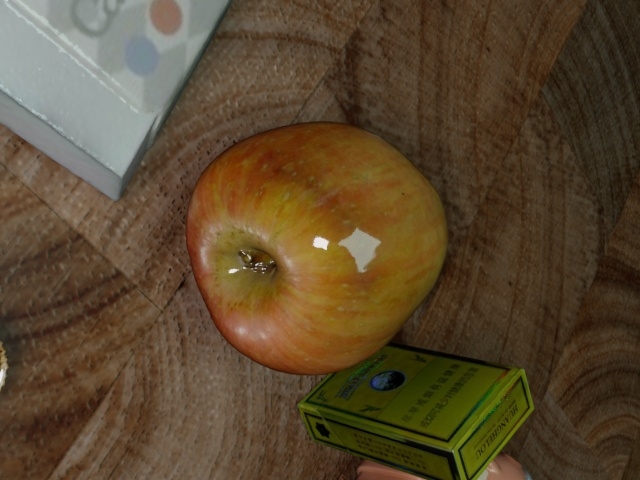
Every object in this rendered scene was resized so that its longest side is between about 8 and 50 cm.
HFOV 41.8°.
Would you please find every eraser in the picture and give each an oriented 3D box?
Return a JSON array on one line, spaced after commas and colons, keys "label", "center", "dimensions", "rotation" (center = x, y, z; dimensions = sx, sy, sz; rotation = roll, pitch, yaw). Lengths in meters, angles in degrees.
[{"label": "eraser", "center": [-0.153, -0.254, 0.751], "dimensions": [0.213, 0.082, 0.396], "rotation": [41, 64, -37]}]

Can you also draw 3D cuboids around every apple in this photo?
[{"label": "apple", "center": [0.000, 0.000, 0.828], "dimensions": [0.241, 0.242, 0.242], "rotation": [-23, 108, -55]}]

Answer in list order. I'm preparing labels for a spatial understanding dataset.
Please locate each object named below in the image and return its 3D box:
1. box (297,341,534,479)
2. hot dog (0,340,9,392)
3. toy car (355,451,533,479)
[{"label": "box", "center": [0.101, 0.183, 0.924], "dimensions": [0.141, 0.220, 0.064], "rotation": [-38, 118, -35]}, {"label": "hot dog", "center": [-0.325, 0.094, 0.619], "dimensions": [0.192, 0.053, 0.099], "rotation": [14, 86, -42]}, {"label": "toy car", "center": [0.120, 0.332, 0.991], "dimensions": [0.212, 0.180, 0.270], "rotation": [52, 58, -21]}]
